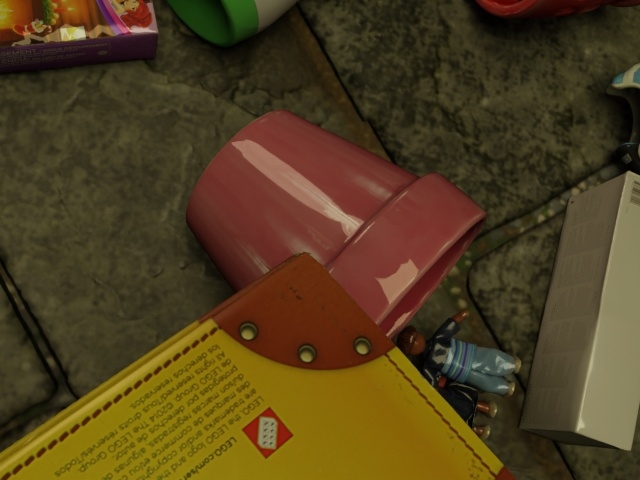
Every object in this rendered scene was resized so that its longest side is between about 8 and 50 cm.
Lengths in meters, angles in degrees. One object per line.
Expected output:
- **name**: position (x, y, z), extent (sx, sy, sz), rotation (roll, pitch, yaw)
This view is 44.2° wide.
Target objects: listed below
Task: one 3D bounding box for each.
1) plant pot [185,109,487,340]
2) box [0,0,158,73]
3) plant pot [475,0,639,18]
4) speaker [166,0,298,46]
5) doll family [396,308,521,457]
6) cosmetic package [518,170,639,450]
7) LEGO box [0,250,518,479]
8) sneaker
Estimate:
- **plant pot**: position (0.000, 0.000, 0.631), extent (0.180, 0.201, 0.201), rotation (40, 71, 13)
- **box**: position (-0.268, -0.292, 0.681), extent (0.201, 0.057, 0.293), rotation (-11, 81, -17)
- **plant pot**: position (0.248, -0.312, 0.755), extent (0.174, 0.191, 0.191), rotation (-8, 81, -24)
- **speaker**: position (-0.014, -0.309, 0.715), extent (0.131, 0.131, 0.296), rotation (45, 72, -2)
- **doll family**: position (0.099, 0.156, 0.679), extent (0.111, 0.076, 0.193), rotation (19, 70, -5)
- **cosmetic package**: position (0.254, 0.065, 0.721), extent (0.060, 0.099, 0.239), rotation (20, 75, -12)
- **LEGO box**: position (-0.166, 0.276, 0.360), extent (0.500, 0.372, 0.193), rotation (-34, 75, -30)
- **sneaker**: position (0.348, -0.063, 0.788), extent (0.086, 0.085, 0.237), rotation (-14, 85, 10)
